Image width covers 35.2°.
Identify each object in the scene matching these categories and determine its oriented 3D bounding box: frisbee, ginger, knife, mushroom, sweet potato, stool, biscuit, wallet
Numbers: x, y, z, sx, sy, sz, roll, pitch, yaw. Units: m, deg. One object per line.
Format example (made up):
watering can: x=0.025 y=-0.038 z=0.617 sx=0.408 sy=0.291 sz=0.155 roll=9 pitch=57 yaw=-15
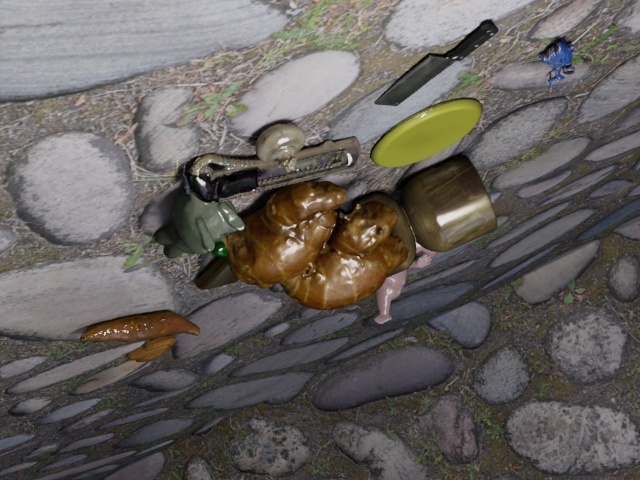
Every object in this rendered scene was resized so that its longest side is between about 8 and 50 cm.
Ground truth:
frisbee: x=0.205 y=-0.202 z=1.936 sx=0.236 sy=0.017 sz=0.236 roll=-21 pitch=164 yaw=-6
ginger: x=0.007 y=0.005 z=1.960 sx=0.357 sy=0.152 sz=0.274 roll=24 pitch=117 yaw=-26
knife: x=0.184 y=-0.284 z=1.649 sx=0.072 sy=0.019 sz=0.245 roll=-4 pitch=157 yaw=-46
mushroom: x=-0.060 y=-0.146 z=1.631 sx=0.085 sy=0.079 sz=0.085 roll=-23 pitch=158 yaw=-10
knife: x=-0.069 y=-0.123 z=1.722 sx=0.365 sy=0.043 sz=0.089 roll=-13 pitch=131 yaw=-35
sweet potato: x=-0.400 y=0.194 z=2.263 sx=0.314 sy=0.066 sz=0.072 roll=-2 pitch=146 yaw=-46
stool: x=0.222 y=-0.051 z=2.148 sx=0.264 sy=0.179 sz=0.179 roll=-23 pitch=164 yaw=0
biscuit: x=-0.434 y=0.283 z=2.566 sx=0.118 sy=0.023 sz=0.140 roll=-16 pitch=163 yaw=-28
wallet: x=-0.183 y=0.046 z=2.151 sx=0.110 sy=0.031 sz=0.198 roll=-12 pitch=160 yaw=-37

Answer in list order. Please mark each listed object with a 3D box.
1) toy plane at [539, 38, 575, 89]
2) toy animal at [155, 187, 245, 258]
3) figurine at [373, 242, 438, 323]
toy plane: x=0.429 y=-0.321 z=1.832 sx=0.062 sy=0.054 sz=0.167 roll=-1 pitch=167 yaw=12
toy animal: x=-0.220 y=-0.029 z=1.777 sx=0.108 sy=0.138 sz=0.236 roll=-33 pitch=-167 yaw=-21
figurine: x=0.159 y=0.036 z=2.315 sx=0.287 sy=0.186 sz=0.176 roll=-61 pitch=179 yaw=11
